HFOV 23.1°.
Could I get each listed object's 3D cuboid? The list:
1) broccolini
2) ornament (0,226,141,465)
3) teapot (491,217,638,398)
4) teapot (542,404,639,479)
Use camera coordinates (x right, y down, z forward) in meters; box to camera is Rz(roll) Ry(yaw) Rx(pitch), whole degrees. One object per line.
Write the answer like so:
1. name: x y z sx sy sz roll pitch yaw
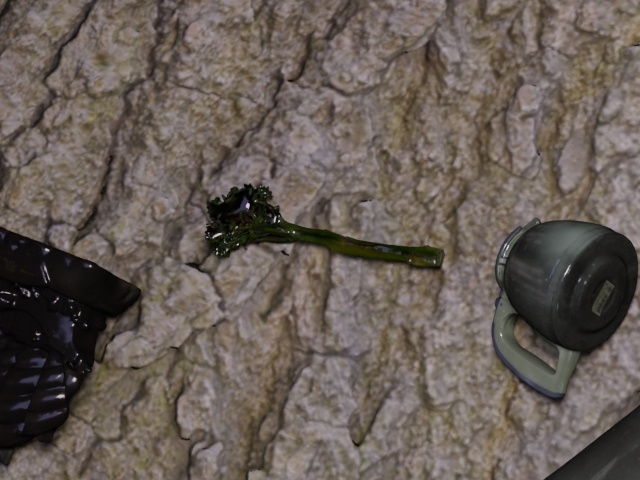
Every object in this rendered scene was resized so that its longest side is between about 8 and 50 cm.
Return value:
1. broccolini: 0.003 -0.004 1.528 0.254 0.071 0.057 11 36 21
2. ornament: -0.330 0.121 1.601 0.251 0.106 0.260 17 85 31
3. teapot: 0.210 0.046 1.383 0.111 0.149 0.108 -28 37 -29
4. teapot: 0.294 0.203 1.249 0.203 0.171 0.225 38 84 7
